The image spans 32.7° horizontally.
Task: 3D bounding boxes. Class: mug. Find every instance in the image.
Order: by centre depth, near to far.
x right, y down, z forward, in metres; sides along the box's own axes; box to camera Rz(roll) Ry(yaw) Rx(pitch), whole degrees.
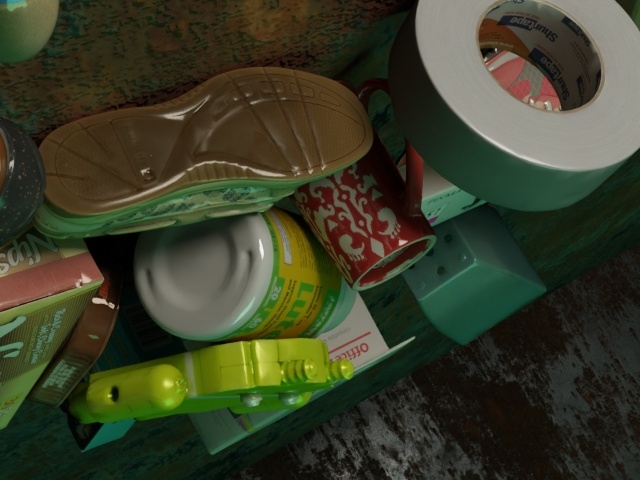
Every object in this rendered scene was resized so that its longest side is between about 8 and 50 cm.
[{"bbox_3d":[0.030,-0.055,0.994,0.113,0.169,0.150,-23,163,-26],"label":"mug"}]

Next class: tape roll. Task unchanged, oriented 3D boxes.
[{"bbox_3d":[0.168,-0.136,0.909,0.219,0.219,0.072,-23,162,-28],"label":"tape roll"}]

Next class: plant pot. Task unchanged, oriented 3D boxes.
[{"bbox_3d":[0.203,0.038,1.641,0.165,0.165,0.234,-36,158,15],"label":"plant pot"}]

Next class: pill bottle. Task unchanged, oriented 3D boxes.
[{"bbox_3d":[-0.057,0.034,1.046,0.136,0.136,0.246,-36,159,16],"label":"pill bottle"}]

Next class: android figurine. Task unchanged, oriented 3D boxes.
[{"bbox_3d":[-0.101,0.139,1.048,0.273,0.056,0.248,-13,167,28],"label":"android figurine"}]

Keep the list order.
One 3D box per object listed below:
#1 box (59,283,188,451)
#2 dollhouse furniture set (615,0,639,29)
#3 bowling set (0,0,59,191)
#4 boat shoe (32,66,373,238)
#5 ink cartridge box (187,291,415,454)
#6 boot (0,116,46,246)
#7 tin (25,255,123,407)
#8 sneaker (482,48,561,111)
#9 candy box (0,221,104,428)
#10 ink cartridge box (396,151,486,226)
[{"bbox_3d":[-0.238,0.149,1.256,0.060,0.100,0.244,-18,159,-37],"label":"box"},{"bbox_3d":[0.485,-0.170,1.072,0.256,0.394,0.362,-30,165,-2],"label":"dollhouse furniture set"},{"bbox_3d":[-0.159,-0.120,0.405,0.287,0.200,0.154,-28,164,-25],"label":"bowling set"},{"bbox_3d":[-0.094,-0.067,0.877,0.285,0.104,0.089,-12,162,-25],"label":"boat shoe"},{"bbox_3d":[-0.042,0.188,1.631,0.207,0.119,0.353,-22,170,-39],"label":"ink cartridge box"},{"bbox_3d":[-0.346,0.012,0.644,0.338,0.118,0.223,-45,160,7],"label":"boot"},{"bbox_3d":[-0.243,0.090,1.055,0.040,0.106,0.189,17,137,-27],"label":"tin"},{"bbox_3d":[0.266,-0.154,1.195,0.314,0.136,0.116,-22,161,-31],"label":"sneaker"},{"bbox_3d":[-0.331,0.100,0.947,0.183,0.087,0.316,-20,161,-40],"label":"candy box"},{"bbox_3d":[0.209,-0.110,1.373,0.275,0.060,0.239,-23,164,-28],"label":"ink cartridge box"}]
